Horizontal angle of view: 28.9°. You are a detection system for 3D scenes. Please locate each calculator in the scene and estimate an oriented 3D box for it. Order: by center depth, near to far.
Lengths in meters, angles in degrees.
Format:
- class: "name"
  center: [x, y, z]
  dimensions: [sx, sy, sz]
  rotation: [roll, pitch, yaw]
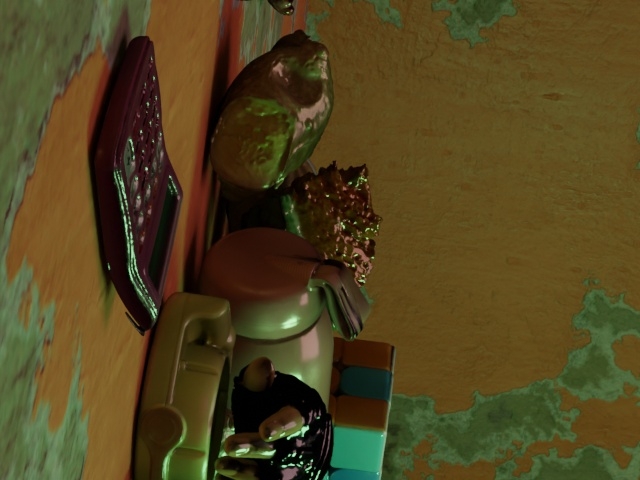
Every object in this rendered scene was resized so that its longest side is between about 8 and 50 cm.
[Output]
- class: "calculator"
  center: [-0.128, -0.038, 0.866]
  dimensions: [0.190, 0.034, 0.126]
  rotation: [87, 9, -50]

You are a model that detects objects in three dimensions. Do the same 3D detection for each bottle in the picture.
- class: "bottle"
  center: [-0.053, 0.131, 1.412]
  dimensions: [0.173, 0.206, 0.297]
  rotation: [-54, 156, -50]

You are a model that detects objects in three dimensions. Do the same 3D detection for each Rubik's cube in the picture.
- class: "Rubik's cube"
  center: [-0.023, 0.368, 2.350]
  dimensions: [0.291, 0.292, 0.290]
  rotation: [-80, 178, -61]

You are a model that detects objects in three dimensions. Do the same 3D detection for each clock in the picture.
- class: "clock"
  center: [-0.129, 0.177, 1.168]
  dimensions: [0.170, 0.069, 0.232]
  rotation: [96, 1, -63]

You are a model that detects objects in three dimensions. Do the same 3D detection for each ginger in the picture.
- class: "ginger"
  center: [-0.059, -0.143, 1.485]
  dimensions: [0.219, 0.123, 0.270]
  rotation: [-63, -175, 0]

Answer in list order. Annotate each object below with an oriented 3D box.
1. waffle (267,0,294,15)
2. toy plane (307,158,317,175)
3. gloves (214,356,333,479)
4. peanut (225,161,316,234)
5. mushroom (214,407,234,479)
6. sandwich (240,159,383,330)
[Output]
- class: "waffle"
  center: [-0.053, -0.443, 1.819]
  dimensions: [0.234, 0.055, 0.221]
  rotation: [-97, -169, -73]
- class: "toy plane"
  center: [-0.057, -0.038, 1.809]
  dimensions: [0.245, 0.117, 0.244]
  rotation: [-24, -118, 58]
- class: "gloves"
  center: [-0.046, 0.193, 1.196]
  dimensions: [0.203, 0.124, 0.164]
  rotation: [146, -65, -80]
- class: "peanut"
  center: [-0.070, 0.023, 1.621]
  dimensions: [0.149, 0.149, 0.313]
  rotation: [94, 8, -72]
- class: "mushroom"
  center: [-0.131, 0.298, 1.382]
  dimensions: [0.099, 0.096, 0.278]
  rotation: [-84, 177, -61]
- class: "sandwich"
  center: [0.003, 0.009, 1.521]
  dimensions: [0.185, 0.160, 0.109]
  rotation: [66, -23, -4]
